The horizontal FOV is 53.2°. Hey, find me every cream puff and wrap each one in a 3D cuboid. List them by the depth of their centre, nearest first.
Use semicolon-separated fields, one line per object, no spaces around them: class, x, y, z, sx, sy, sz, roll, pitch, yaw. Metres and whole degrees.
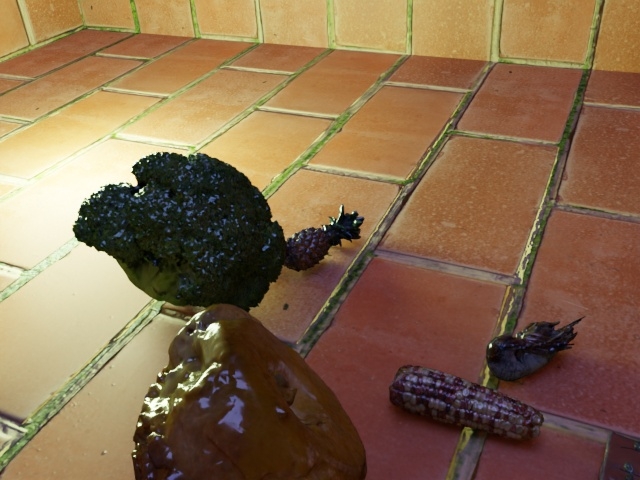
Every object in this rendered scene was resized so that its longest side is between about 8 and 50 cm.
cream puff;-0.107;0.257;0.822;0.231;0.327;0.343;-43;64;7

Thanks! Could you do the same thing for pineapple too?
pineapple;0.000;-0.001;1.376;0.221;0.103;0.083;-31;76;-36

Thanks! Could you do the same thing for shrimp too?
shrimp;0.374;0.174;1.095;0.233;0.079;0.090;-20;-1;-26

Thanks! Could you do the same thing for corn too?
corn;0.221;0.255;0.991;0.237;0.079;0.079;15;38;21

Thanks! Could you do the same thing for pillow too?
pillow;0.499;0.340;0.857;0.232;0.043;0.126;15;37;24

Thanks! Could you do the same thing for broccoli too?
broccoli;-0.242;-0.014;1.243;0.321;0.310;0.413;7;3;40

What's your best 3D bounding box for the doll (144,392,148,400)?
doll;-0.180;0.272;0.999;0.188;0.096;0.145;32;58;7
